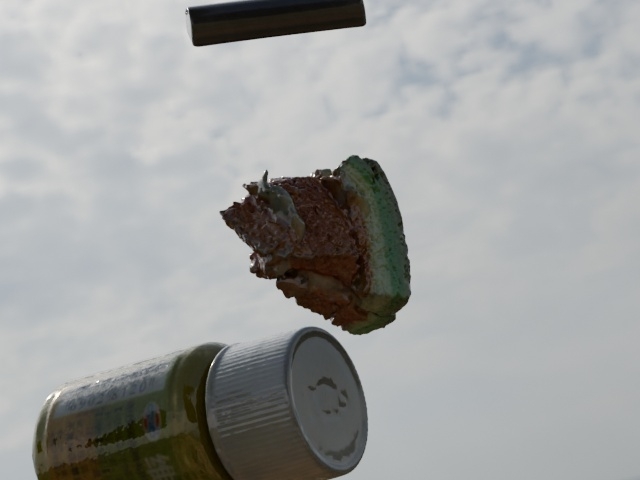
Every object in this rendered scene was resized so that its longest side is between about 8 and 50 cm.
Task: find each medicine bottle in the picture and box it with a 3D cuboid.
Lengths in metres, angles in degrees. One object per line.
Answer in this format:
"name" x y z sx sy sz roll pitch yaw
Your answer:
"medicine bottle" -0.149 0.240 2.179 0.384 0.224 0.224 -18 -11 29

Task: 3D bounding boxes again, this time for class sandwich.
"sandwich" 0.004 0.008 1.811 0.160 0.185 0.109 -12 -14 -41

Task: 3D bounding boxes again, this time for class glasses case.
"glasses case" -0.047 -0.238 1.848 0.190 0.042 0.072 -7 11 -4
